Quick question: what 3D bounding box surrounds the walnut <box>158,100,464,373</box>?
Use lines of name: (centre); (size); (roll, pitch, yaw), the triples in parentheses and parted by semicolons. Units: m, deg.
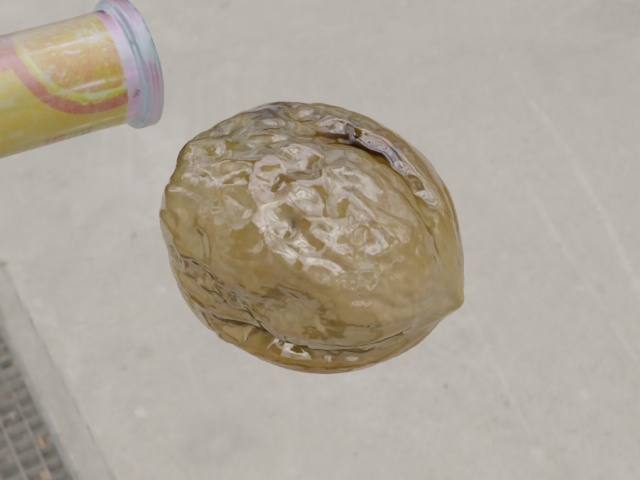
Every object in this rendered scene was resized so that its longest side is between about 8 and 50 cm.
walnut: (0.000, 0.000, 0.765); (0.184, 0.155, 0.155); (20, 46, 21)

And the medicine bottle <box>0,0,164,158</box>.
medicine bottle: (-0.326, -0.078, 0.965); (0.426, 0.108, 0.108); (-20, 36, -27)
